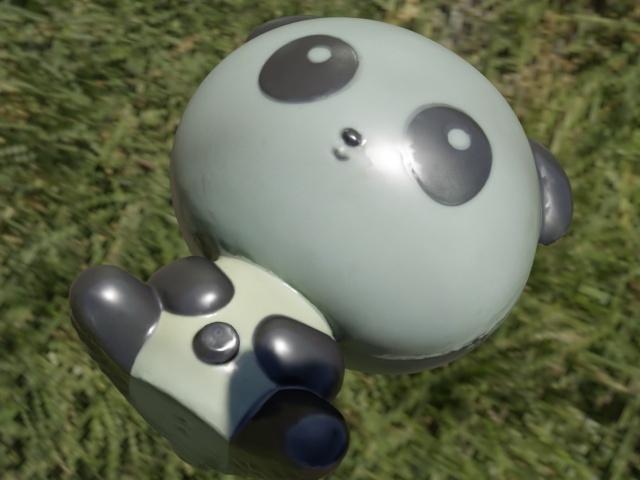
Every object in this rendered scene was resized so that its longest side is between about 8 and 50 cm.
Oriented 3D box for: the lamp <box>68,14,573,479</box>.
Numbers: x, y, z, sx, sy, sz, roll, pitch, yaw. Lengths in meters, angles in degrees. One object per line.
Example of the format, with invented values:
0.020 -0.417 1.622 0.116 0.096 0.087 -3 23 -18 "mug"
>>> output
0.000 0.000 0.933 0.244 0.198 0.198 -51 120 -29 "lamp"
